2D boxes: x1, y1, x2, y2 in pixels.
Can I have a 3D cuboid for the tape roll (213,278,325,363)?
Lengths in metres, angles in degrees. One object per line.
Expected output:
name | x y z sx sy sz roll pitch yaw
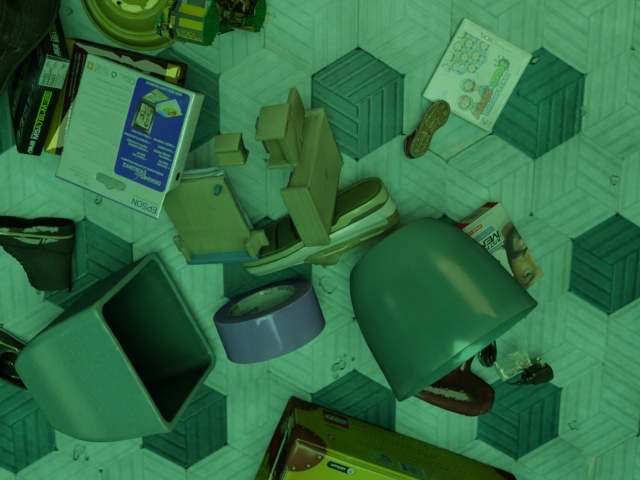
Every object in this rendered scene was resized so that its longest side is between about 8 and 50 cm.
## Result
tape roll | -0.091 0.142 1.482 0.189 0.189 0.080 -18 103 1

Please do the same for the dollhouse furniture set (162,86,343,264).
dollhouse furniture set | -0.145 -0.128 1.404 0.304 0.198 0.286 -5 138 17

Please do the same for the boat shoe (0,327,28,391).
boat shoe | -0.589 0.217 1.530 0.228 0.068 0.081 23 101 -9

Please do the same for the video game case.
video game case | 0.281 -0.297 1.487 0.143 0.019 0.157 26 101 -9

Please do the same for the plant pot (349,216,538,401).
plant pot | 0.190 0.102 1.445 0.293 0.293 0.235 -36 75 5

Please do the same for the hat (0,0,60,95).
hat | -0.570 -0.326 1.267 0.331 0.331 0.134 -37 137 5

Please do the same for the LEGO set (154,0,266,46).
LEGO set | -0.208 -0.436 1.288 0.192 0.331 0.254 15 120 11

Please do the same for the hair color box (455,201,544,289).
hair color box | 0.330 0.022 1.533 0.093 0.053 0.167 -36 101 -12

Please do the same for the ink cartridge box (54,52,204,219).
ink cartridge box | -0.302 -0.164 1.297 0.206 0.045 0.208 23 102 17

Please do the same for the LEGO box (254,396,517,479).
LEGO box | 0.108 0.576 1.594 0.500 0.193 0.372 22 101 -8

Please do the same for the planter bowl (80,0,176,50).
planter bowl | -0.306 -0.429 1.383 0.217 0.090 0.217 -1 103 -4

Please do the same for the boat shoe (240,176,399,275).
boat shoe | 0.000 0.000 1.490 0.302 0.113 0.103 -24 125 16

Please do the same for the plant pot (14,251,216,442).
plant pot | -0.379 0.210 1.462 0.252 0.248 0.247 -23 104 20

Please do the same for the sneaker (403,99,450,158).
sneaker | 0.189 -0.198 1.491 0.042 0.067 0.118 33 81 -6

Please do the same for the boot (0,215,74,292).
boot | -0.546 0.030 1.489 0.198 0.077 0.137 3 108 -3

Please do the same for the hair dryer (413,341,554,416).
hair dryer | 0.280 0.229 1.599 0.294 0.080 0.223 -27 88 -3

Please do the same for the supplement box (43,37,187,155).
supplement box | -0.344 -0.228 1.408 0.194 0.129 0.191 12 102 -6

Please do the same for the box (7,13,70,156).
box | -0.460 -0.265 1.339 0.045 0.184 0.190 6 131 -34
